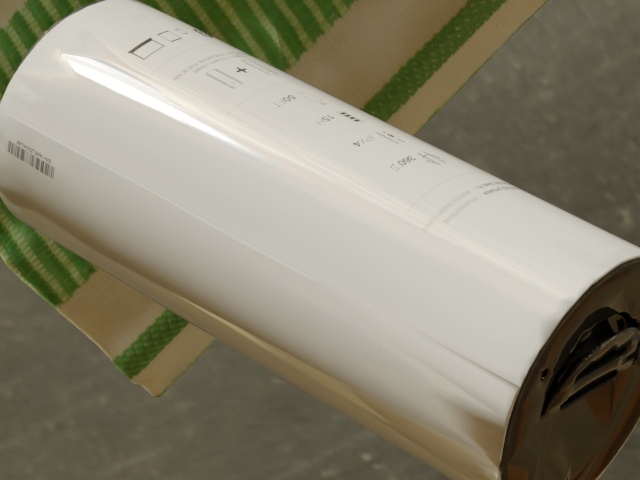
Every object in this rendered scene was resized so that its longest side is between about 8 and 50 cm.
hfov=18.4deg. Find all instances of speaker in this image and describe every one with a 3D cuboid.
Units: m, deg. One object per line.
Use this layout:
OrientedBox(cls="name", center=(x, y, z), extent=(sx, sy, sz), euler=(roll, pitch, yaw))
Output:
OrientedBox(cls="speaker", center=(0.000, 0.000, 0.387), extent=(0.136, 0.055, 0.055), euler=(28, 90, 32))

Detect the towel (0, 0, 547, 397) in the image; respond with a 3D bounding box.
OrientedBox(cls="towel", center=(-0.092, -0.137, 0.644), extent=(0.325, 0.038, 0.248), euler=(43, 103, -7))
